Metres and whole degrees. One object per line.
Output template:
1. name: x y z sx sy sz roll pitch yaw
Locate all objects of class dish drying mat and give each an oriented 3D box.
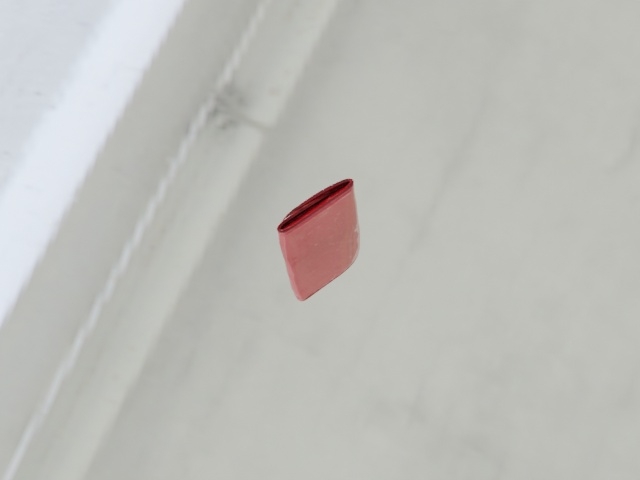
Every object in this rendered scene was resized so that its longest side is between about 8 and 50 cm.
1. dish drying mat: 0.000 0.000 0.680 0.032 0.008 0.083 -34 -17 -7
